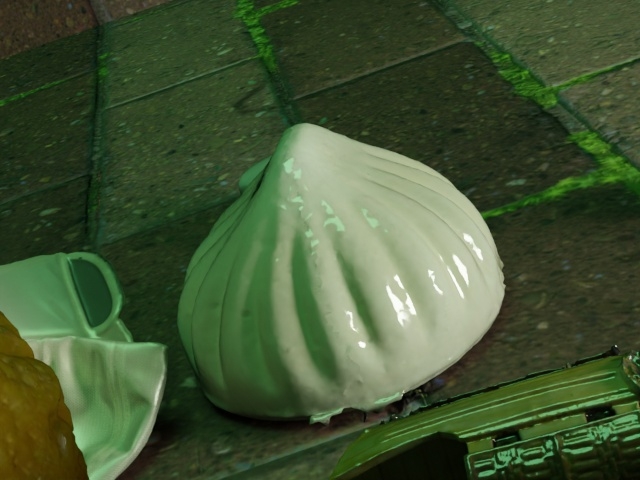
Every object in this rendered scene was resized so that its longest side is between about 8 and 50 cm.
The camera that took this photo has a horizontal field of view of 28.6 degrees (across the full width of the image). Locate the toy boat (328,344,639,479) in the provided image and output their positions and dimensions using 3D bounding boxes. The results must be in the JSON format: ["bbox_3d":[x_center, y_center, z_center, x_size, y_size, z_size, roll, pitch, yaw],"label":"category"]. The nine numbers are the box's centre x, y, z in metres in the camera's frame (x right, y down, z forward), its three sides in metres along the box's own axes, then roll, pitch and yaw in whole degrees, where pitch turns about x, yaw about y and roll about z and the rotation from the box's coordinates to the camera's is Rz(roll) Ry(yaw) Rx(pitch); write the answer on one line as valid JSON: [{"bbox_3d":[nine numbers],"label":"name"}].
[{"bbox_3d":[0.116,0.124,0.734,0.226,0.068,0.088,-16,30,6],"label":"toy boat"}]

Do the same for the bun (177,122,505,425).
[{"bbox_3d":[0.000,0.000,0.956,0.263,0.175,0.263,-16,22,7],"label":"bun"}]

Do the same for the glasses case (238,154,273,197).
[{"bbox_3d":[0.012,-0.048,1.183,0.092,0.059,0.233,-33,27,-32],"label":"glasses case"}]

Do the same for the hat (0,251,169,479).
[{"bbox_3d":[-0.246,0.100,0.937,0.219,0.164,0.226,-1,14,-31],"label":"hat"}]

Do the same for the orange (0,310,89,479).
[{"bbox_3d":[-0.300,0.162,0.652,0.357,0.322,0.322,-33,28,-23],"label":"orange"}]
